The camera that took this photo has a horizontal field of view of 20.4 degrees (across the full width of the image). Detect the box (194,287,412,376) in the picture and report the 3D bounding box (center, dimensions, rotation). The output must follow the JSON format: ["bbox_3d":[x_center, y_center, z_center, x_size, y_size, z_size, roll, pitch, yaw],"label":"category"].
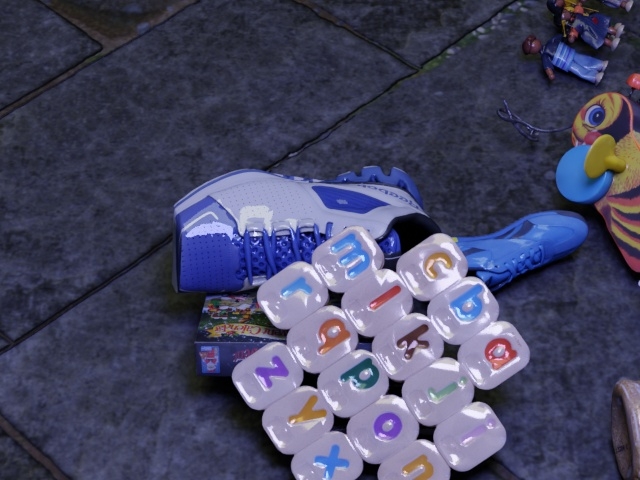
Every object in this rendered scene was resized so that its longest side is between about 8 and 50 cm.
[{"bbox_3d":[-0.015,0.095,1.967,0.233,0.044,0.159,0,24,3],"label":"box"}]

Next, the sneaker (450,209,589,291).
[{"bbox_3d":[0.213,0.026,2.042,0.209,0.069,0.082,-14,38,-4],"label":"sneaker"}]

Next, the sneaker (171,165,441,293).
[{"bbox_3d":[0.001,0.000,1.967,0.316,0.127,0.182,-9,24,-20],"label":"sneaker"}]

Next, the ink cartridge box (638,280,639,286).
[{"bbox_3d":[0.461,0.082,1.982,0.198,0.067,0.115,31,54,27],"label":"ink cartridge box"}]

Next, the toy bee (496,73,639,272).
[{"bbox_3d":[0.346,-0.109,2.088,0.298,0.162,0.195,45,21,13],"label":"toy bee"}]

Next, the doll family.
[{"bbox_3d":[0.337,-0.283,2.343,0.111,0.076,0.193,25,43,0],"label":"doll family"}]

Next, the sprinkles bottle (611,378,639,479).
[{"bbox_3d":[0.486,0.181,1.842,0.355,0.121,0.121,-6,45,-3],"label":"sprinkles bottle"}]

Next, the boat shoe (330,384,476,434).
[{"bbox_3d":[0.064,0.173,1.908,0.206,0.065,0.075,-4,45,-2],"label":"boat shoe"}]

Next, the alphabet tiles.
[{"bbox_3d":[0.063,0.132,1.866,0.278,0.021,0.284,-34,80,-1],"label":"alphabet tiles"}]
